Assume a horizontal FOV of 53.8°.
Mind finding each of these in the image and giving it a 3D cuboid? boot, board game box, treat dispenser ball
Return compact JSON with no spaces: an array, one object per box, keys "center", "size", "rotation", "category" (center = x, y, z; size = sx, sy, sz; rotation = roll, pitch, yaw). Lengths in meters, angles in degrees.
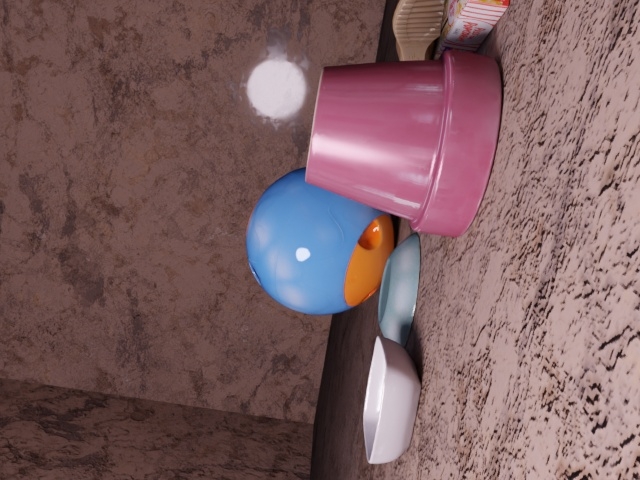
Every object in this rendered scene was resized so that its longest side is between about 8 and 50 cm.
[{"center":[0.163,-0.405,1.025],"size":[0.248,0.090,0.207],"rotation":[91,-176,-68],"category":"boot"},{"center":[0.180,-0.327,0.717],"size":[0.147,0.045,0.194],"rotation":[116,163,-86],"category":"board game box"},{"center":[0.000,0.000,1.220],"size":[0.288,0.288,0.288],"rotation":[-171,90,-89],"category":"treat dispenser ball"}]

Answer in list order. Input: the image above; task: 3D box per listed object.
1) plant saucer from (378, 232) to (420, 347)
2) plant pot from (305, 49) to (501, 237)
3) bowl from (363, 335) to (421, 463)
[{"center":[0.118,0.081,0.995],"size":[0.195,0.037,0.195],"rotation":[-171,90,-88],"category":"plant saucer"},{"center":[0.081,-0.114,0.699],"size":[0.201,0.180,0.201],"rotation":[-171,90,-90],"category":"plant pot"},{"center":[0.093,0.209,0.829],"size":[0.142,0.053,0.142],"rotation":[-86,5,-80],"category":"bowl"}]
